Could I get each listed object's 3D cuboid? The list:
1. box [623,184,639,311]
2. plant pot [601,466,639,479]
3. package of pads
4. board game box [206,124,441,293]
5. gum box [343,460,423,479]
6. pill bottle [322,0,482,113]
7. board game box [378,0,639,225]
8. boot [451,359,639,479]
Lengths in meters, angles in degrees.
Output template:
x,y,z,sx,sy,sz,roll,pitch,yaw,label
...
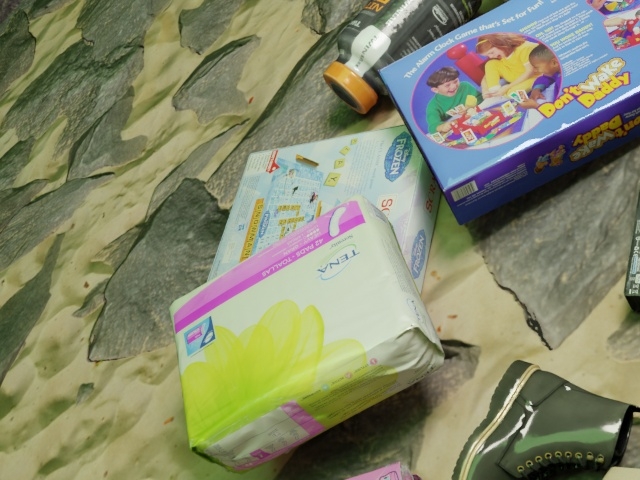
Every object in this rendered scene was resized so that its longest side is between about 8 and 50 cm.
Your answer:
x,y,z,sx,sy,sz,roll,pitch,yaw,label
0.419,-0.016,0.869,0.184,0.045,0.191,-2,57,34,box
0.286,0.256,0.725,0.109,0.109,0.096,-5,44,36,plant pot
-0.026,0.109,0.973,0.296,0.101,0.229,-31,44,12,package of pads
0.000,0.000,1.163,0.318,0.066,0.319,-6,55,34,board game box
0.058,0.329,0.870,0.107,0.062,0.188,-24,47,21,gum box
0.114,-0.304,1.260,0.246,0.130,0.130,-48,43,-3,pill bottle
0.273,-0.197,1.041,0.347,0.078,0.233,-27,51,7,board game box
0.216,0.221,0.827,0.137,0.077,0.198,14,69,38,boot
